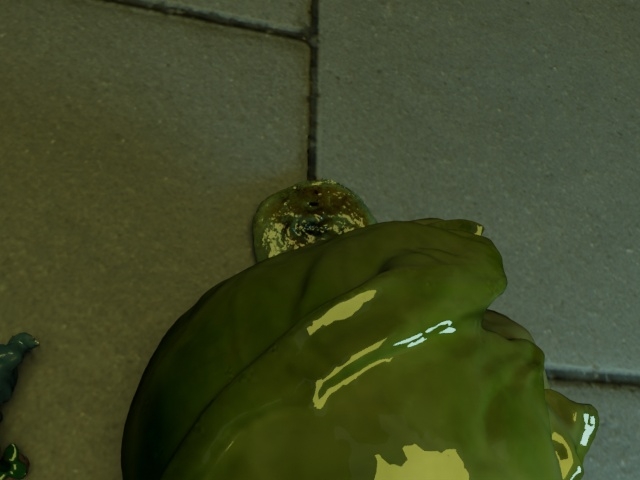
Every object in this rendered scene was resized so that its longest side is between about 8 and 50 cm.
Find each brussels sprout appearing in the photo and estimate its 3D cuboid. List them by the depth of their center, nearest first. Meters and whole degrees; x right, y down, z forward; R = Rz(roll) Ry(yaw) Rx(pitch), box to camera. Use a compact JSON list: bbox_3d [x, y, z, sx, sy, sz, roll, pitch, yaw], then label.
[{"bbox_3d":[0.010,0.188,0.546,0.360,0.342,0.426,-2,58,-25],"label":"brussels sprout"}]

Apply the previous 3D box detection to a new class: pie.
[{"bbox_3d":[0.000,0.000,0.791,0.186,0.041,0.187,5,67,-13],"label":"pie"}]

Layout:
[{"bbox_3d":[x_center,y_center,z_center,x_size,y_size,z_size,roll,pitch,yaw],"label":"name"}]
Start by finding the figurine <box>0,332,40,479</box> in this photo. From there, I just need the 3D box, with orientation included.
[{"bbox_3d":[-0.341,0.176,0.589,0.144,0.114,0.178,35,55,-2],"label":"figurine"}]
